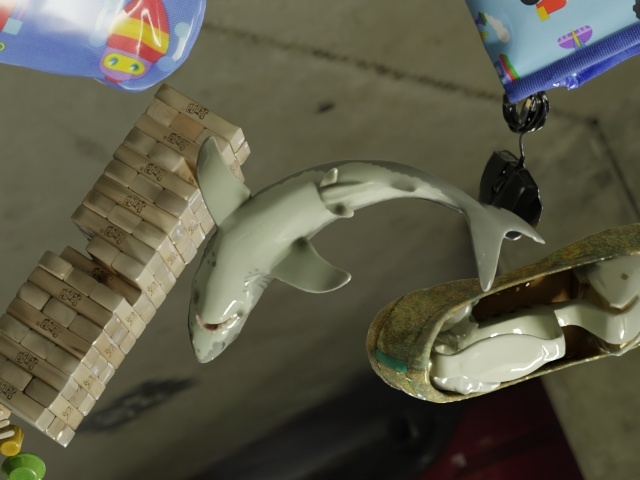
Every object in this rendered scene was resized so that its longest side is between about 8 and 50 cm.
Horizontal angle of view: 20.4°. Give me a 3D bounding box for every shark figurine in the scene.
[{"bbox_3d":[0.017,-0.023,1.367,0.278,0.166,0.116,-16,-178,14],"label":"shark figurine"}]

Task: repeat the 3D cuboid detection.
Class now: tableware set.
[{"bbox_3d":[-0.317,0.193,1.510,0.154,0.024,0.104,-19,123,4],"label":"tableware set"}]

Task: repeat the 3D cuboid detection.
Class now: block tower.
[{"bbox_3d":[-0.191,0.028,1.607,0.335,0.097,0.091,-55,163,-12],"label":"block tower"}]

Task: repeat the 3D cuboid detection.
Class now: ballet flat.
[{"bbox_3d":[0.214,0.071,1.605,0.348,0.123,0.123,-14,161,-18],"label":"ballet flat"}]

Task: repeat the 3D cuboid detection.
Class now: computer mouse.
[{"bbox_3d":[0.179,-0.073,1.684,0.041,0.071,0.242,-26,150,-15],"label":"computer mouse"}]

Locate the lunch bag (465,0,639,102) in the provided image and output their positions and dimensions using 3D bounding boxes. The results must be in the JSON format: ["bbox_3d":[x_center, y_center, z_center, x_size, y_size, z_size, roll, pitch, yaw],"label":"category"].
[{"bbox_3d":[0.214,-0.246,1.072,0.293,0.221,0.138,-25,178,27],"label":"lunch bag"}]

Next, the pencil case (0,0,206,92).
[{"bbox_3d":[-0.218,-0.181,1.088,0.306,0.133,0.119,13,132,-32],"label":"pencil case"}]
